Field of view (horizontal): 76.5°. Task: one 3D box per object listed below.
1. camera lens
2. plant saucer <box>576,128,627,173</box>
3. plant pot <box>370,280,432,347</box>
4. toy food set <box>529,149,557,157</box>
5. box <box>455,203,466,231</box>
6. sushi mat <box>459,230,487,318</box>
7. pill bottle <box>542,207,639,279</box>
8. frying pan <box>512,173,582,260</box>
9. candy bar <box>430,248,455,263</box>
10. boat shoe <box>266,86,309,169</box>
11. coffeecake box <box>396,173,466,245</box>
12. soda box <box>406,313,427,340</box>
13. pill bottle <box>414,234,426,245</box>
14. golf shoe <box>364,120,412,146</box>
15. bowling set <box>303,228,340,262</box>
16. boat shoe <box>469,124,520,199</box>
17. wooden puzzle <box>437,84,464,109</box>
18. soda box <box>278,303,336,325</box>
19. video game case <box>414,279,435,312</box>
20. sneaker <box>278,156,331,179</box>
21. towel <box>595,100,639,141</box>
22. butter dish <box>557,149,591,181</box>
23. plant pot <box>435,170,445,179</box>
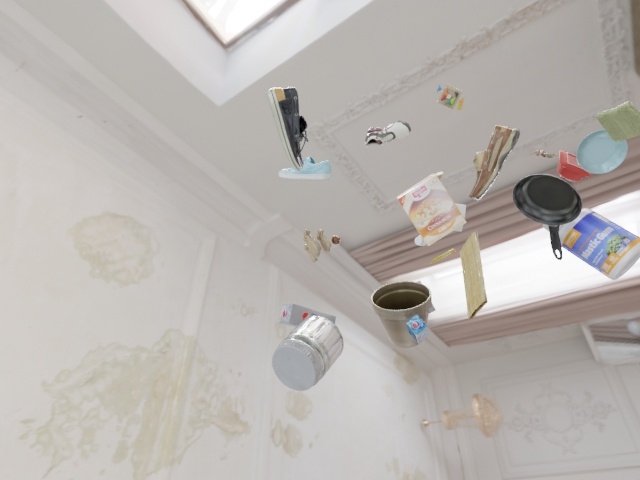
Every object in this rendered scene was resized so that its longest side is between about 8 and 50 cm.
[{"bbox_3d":[-0.045,0.455,1.674,0.274,0.219,0.219,-32,-82,-59],"label":"camera lens"},{"bbox_3d":[1.244,-0.396,1.804,0.195,0.195,0.037,62,-156,-11],"label":"plant saucer"},{"bbox_3d":[0.459,0.417,2.226,0.323,0.323,0.280,-53,-46,-60],"label":"plant pot"},{"bbox_3d":[1.220,-0.475,2.222,0.078,0.122,0.019,71,-149,-85],"label":"toy food set"},{"bbox_3d":[0.677,-0.118,2.038,0.101,0.087,0.102,-65,-23,-43],"label":"box"},{"bbox_3d":[0.587,0.128,1.563,0.151,0.019,0.316,99,178,-55],"label":"sushi mat"},{"bbox_3d":[0.884,-0.010,1.330,0.152,0.152,0.272,28,-166,-51],"label":"pill bottle"},{"bbox_3d":[0.734,-0.082,1.248,0.326,0.197,0.053,46,-115,-9],"label":"frying pan"},{"bbox_3d":[0.573,0.074,1.905,0.040,0.161,0.018,-25,-100,-30],"label":"candy bar"},{"bbox_3d":[-0.138,-0.554,2.064,0.500,0.156,0.187,75,173,-51],"label":"boat shoe"},{"bbox_3d":[0.357,-0.101,1.318,0.185,0.142,0.068,55,-169,-6],"label":"coffeecake box"},{"bbox_3d":[0.461,0.421,1.922,0.071,0.067,0.210,48,176,29],"label":"soda box"},{"bbox_3d":[0.584,-0.003,2.287,0.116,0.065,0.065,-9,-104,-41],"label":"pill bottle"},{"bbox_3d":[0.367,-0.569,2.221,0.105,0.273,0.120,50,-127,-33],"label":"golf shoe"},{"bbox_3d":[0.000,0.000,2.421,0.154,0.200,0.287,56,163,12],"label":"bowling set"},{"bbox_3d":[0.703,-0.328,1.698,0.120,0.324,0.122,30,-173,18],"label":"boat shoe"},{"bbox_3d":[0.489,-0.543,1.533,0.116,0.078,0.014,27,-161,21],"label":"wooden puzzle"},{"bbox_3d":[-0.060,0.385,1.973,0.286,0.091,0.098,23,-113,-36],"label":"soda box"},{"bbox_3d":[0.561,0.358,2.411,0.023,0.183,0.201,113,135,-67],"label":"video game case"},{"bbox_3d":[-0.098,-0.466,2.628,0.135,0.366,0.150,-18,-69,-71],"label":"sneaker"},{"bbox_3d":[0.962,-0.374,1.289,0.148,0.110,0.027,32,-112,-21],"label":"towel"},{"bbox_3d":[1.254,-0.354,2.041,0.160,0.118,0.160,23,-131,6],"label":"butter dish"},{"bbox_3d":[0.476,-0.208,1.799,0.032,0.236,0.236,32,-154,9],"label":"plant pot"}]
